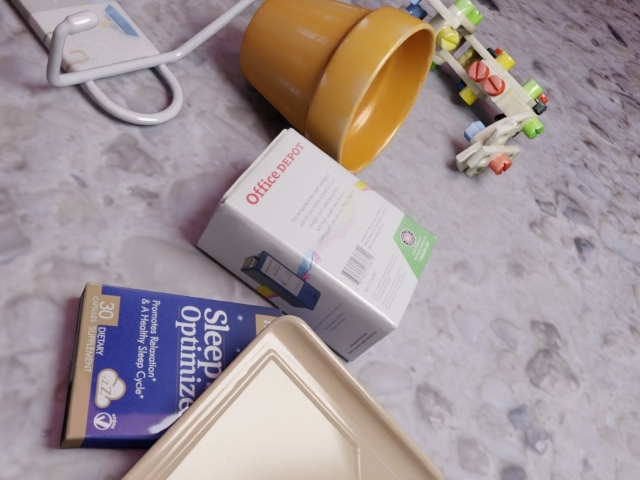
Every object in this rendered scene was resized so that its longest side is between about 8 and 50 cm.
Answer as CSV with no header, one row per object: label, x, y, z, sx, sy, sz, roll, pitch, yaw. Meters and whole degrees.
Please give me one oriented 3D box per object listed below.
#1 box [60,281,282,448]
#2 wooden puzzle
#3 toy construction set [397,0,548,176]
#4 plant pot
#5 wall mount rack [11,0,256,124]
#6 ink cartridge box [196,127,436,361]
box,-0.104,0.118,0.547,0.225,0.036,0.136,12,53,-26
wooden puzzle,-0.033,0.215,0.487,0.221,0.044,0.238,48,58,-4
toy construction set,0.246,-0.253,0.949,0.215,0.151,0.328,8,59,-57
plant pot,0.010,-0.216,0.761,0.188,0.205,0.205,35,45,16
wall mount rack,-0.234,-0.314,0.713,0.350,0.130,0.304,50,47,8
ink cartridge box,0.000,0.000,0.656,0.212,0.093,0.154,38,46,-5
